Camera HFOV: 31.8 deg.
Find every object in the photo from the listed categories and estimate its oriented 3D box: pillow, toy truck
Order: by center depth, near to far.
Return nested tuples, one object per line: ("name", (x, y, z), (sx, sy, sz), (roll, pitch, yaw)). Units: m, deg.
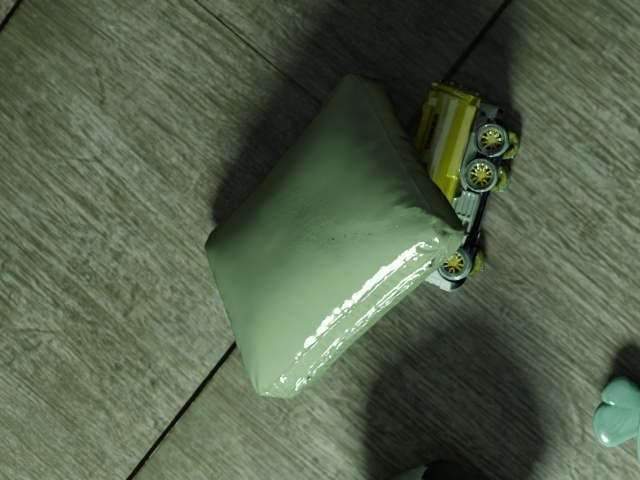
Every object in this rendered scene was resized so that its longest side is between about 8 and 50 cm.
("pillow", (0.000, 0.000, 1.261), (0.322, 0.120, 0.255), (-46, 51, 31))
("toy truck", (0.148, -0.062, 1.279), (0.114, 0.098, 0.227), (18, 97, 18))

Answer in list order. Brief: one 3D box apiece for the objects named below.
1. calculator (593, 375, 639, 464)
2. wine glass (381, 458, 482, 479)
("calculator", (0.454, 0.205, 1.243), (0.295, 0.042, 0.184), (7, 97, 13))
("wine glass", (0.080, 0.412, 1.276), (0.238, 0.238, 0.323), (47, 114, 7))
